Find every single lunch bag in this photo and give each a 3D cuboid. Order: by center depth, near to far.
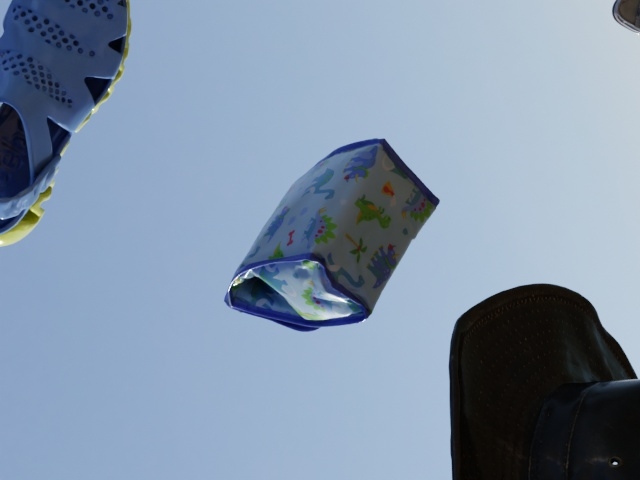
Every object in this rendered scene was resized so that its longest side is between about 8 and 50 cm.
[{"bbox_3d":[0.000,0.000,1.512,0.096,0.151,0.129,48,-122,-25],"label":"lunch bag"}]

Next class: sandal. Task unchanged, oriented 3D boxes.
[{"bbox_3d":[-0.275,-0.134,1.827,0.126,0.317,0.138,22,-172,3],"label":"sandal"}]

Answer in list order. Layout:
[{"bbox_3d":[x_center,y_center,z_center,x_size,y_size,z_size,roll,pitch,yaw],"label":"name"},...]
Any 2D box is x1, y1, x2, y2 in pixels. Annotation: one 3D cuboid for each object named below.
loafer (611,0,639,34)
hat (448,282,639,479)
[{"bbox_3d":[0.353,-0.219,1.896,0.039,0.125,0.045,-136,60,-83],"label":"loafer"},{"bbox_3d":[0.204,0.166,1.133,0.331,0.134,0.331,31,-132,-41],"label":"hat"}]
